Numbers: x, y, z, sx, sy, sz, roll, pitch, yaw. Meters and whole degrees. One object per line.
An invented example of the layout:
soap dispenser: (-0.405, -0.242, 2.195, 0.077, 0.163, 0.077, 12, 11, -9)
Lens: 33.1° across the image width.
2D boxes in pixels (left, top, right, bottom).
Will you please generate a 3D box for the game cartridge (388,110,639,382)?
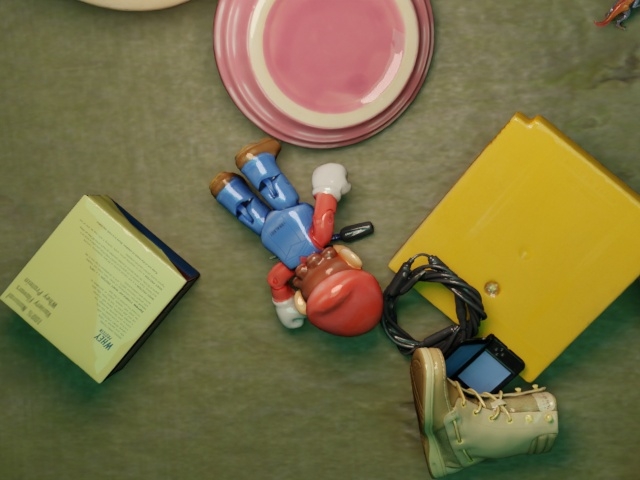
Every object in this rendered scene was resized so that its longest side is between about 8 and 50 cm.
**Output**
game cartridge: (0.303, 0.010, 1.571, 0.285, 0.052, 0.323, 40, 115, 1)

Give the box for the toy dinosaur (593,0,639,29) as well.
toy dinosaur: (0.462, -0.351, 1.595, 0.047, 0.090, 0.082, 45, 139, 11)

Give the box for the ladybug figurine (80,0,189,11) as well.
ladybug figurine: (-0.318, -0.501, 1.595, 0.449, 0.162, 0.305, 32, 94, 2)

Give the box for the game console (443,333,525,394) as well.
game console: (0.224, 0.201, 1.606, 0.107, 0.071, 0.122, 41, 125, 1)

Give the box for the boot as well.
boot: (0.241, 0.239, 1.571, 0.203, 0.095, 0.262, -11, 129, 3)

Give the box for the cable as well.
cable: (0.164, 0.107, 1.609, 0.150, 0.047, 0.184, 30, 129, 4)

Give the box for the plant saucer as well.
plant saucer: (0.012, -0.294, 1.568, 0.332, 0.084, 0.332, -3, 106, -12)

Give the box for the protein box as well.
protein box: (-0.328, 0.069, 1.629, 0.200, 0.136, 0.201, 40, 93, 1)

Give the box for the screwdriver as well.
screwdriver: (0.000, 0.000, 1.663, 0.170, 0.024, 0.025, -13, 120, 6)

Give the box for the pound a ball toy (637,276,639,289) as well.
pound a ball toy: (0.577, 0.046, 1.569, 0.208, 0.136, 0.319, -12, 92, 4)

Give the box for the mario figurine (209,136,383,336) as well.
mario figurine: (-0.018, 0.006, 1.618, 0.170, 0.198, 0.320, -33, 79, -28)
